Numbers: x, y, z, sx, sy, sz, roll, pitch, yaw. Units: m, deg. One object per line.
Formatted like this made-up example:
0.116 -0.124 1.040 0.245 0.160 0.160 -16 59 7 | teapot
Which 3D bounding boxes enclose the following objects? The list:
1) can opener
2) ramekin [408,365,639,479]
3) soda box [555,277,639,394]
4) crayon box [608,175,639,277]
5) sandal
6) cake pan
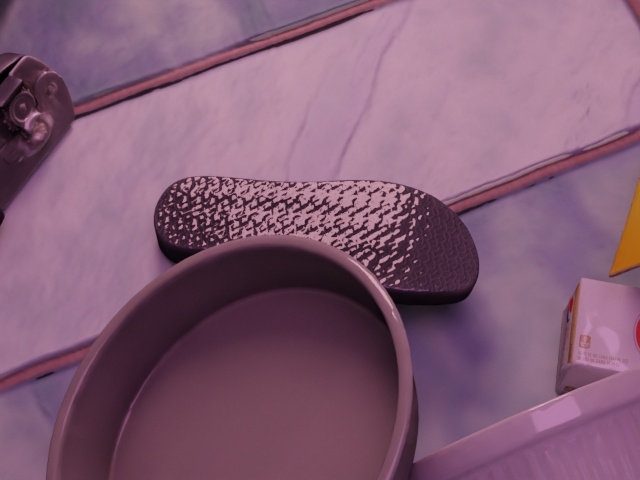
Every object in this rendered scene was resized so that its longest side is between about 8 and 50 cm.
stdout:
-0.295 -0.029 1.334 0.095 0.076 0.283 17 62 39 | can opener
0.167 0.170 1.193 0.207 0.207 0.109 -21 78 -13 | ramekin
0.290 0.090 1.307 0.216 0.069 0.074 10 65 1 | soda box
0.383 -0.042 1.264 0.319 0.081 0.202 -16 27 32 | crayon box
0.000 -0.001 1.344 0.255 0.054 0.097 11 58 12 | sandal
-0.057 0.136 1.201 0.293 0.054 0.293 -16 55 24 | cake pan
